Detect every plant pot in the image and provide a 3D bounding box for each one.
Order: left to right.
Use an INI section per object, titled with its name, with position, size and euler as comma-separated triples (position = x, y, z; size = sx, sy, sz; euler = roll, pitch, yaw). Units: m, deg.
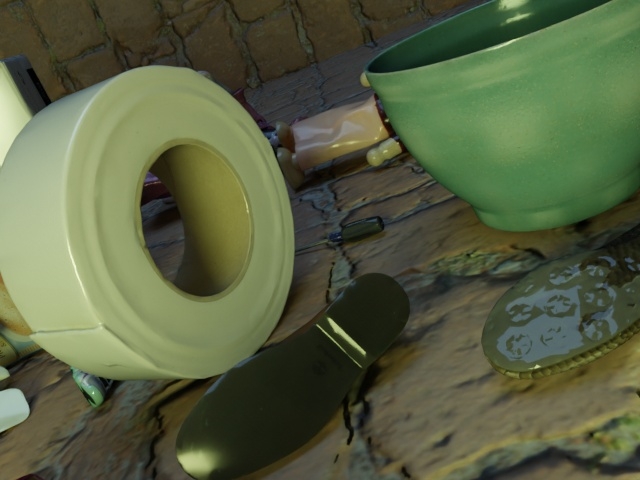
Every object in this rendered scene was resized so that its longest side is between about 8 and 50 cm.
[plant pot]
position = 0.212, -0.132, 0.681
size = 0.293, 0.196, 0.293
euler = -19, 20, 7

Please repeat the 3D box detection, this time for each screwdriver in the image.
[screwdriver]
position = 0.000, 0.000, 0.834
size = 0.170, 0.024, 0.025
euler = -14, 51, 29

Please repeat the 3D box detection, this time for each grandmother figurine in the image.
[grandmother figurine]
position = 0.100, -0.198, 1.087
size = 0.342, 0.104, 0.208
euler = -17, 61, 16

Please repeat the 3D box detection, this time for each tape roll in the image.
[tape roll]
position = -0.146, -0.012, 0.639
size = 0.100, 0.286, 0.286
euler = -8, 24, 34

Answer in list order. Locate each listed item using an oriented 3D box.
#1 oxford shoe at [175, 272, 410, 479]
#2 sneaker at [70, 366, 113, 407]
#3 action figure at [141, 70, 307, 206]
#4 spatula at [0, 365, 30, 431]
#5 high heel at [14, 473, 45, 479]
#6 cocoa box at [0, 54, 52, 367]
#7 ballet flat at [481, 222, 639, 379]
[oxford shoe]
position = -0.019, 0.111, 0.533
size = 0.212, 0.076, 0.076
euler = -35, -7, -24
[sneaker]
position = -0.218, 0.131, 0.708
size = 0.069, 0.038, 0.098
euler = -32, 22, -20
[action figure]
position = -0.185, -0.144, 1.266
size = 0.370, 0.248, 0.276
euler = -7, -21, 7
[spatula]
position = -0.447, 0.181, 0.713
size = 0.242, 0.019, 0.168
euler = -21, 49, -29
[high heel]
position = -0.125, 0.188, 0.316
size = 0.377, 0.127, 0.181
euler = -10, 34, 40
[cocoa box]
position = -0.428, -0.042, 0.924
size = 0.228, 0.347, 0.231
euler = -26, 21, -7
[ballet flat]
position = 0.223, 0.026, 0.490
size = 0.250, 0.058, 0.084
euler = -34, 43, -13
